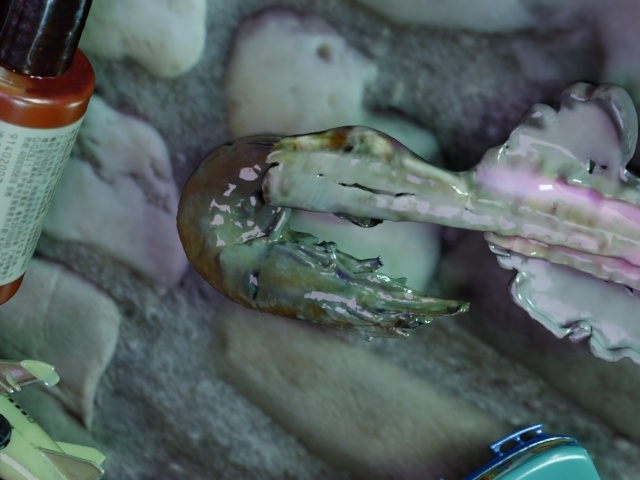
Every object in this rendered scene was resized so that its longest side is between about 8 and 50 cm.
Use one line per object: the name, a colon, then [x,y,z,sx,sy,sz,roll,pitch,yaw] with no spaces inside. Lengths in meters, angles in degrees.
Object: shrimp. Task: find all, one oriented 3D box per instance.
shrimp: [0.000,0.000,1.013,0.223,0.047,0.126,16,109,21]

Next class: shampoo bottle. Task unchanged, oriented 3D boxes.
shampoo bottle: [-0.223,-0.083,1.047,0.104,0.104,0.278,33,123,9]

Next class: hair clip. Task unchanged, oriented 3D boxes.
hair clip: [0.116,-0.023,0.923,0.300,0.069,0.173,14,120,9]

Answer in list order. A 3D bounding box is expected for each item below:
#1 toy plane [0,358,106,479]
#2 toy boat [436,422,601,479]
toy plane: [-0.279,0.141,1.192,0.244,0.092,0.229,32,137,7]
toy boat: [0.103,0.191,1.023,0.175,0.110,0.091,-28,102,-9]
